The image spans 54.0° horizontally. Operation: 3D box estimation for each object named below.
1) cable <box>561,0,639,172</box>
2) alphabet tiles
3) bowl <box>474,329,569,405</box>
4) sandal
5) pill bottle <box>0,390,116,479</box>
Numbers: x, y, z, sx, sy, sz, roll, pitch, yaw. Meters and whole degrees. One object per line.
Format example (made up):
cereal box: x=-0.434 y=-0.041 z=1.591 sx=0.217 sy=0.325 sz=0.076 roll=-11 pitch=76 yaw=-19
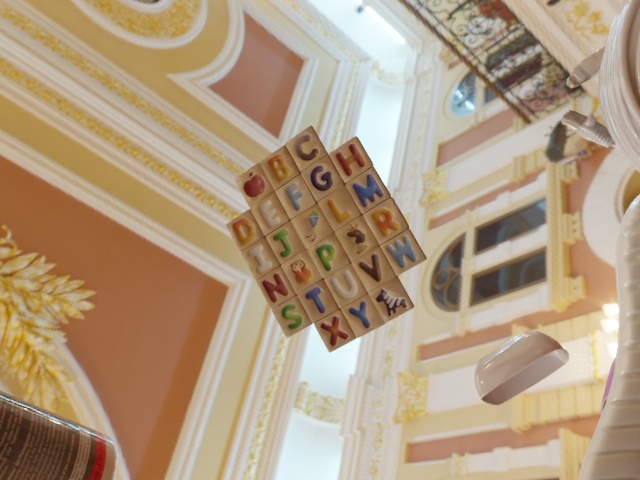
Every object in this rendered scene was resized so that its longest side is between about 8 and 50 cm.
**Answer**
cable: x=0.360 y=-0.140 z=0.491 sx=0.257 sy=0.257 sz=0.089 roll=41 pitch=-172 yaw=18
alphabet tiles: x=0.000 y=0.000 z=1.045 sx=0.342 sy=0.285 sz=0.011 roll=61 pitch=-158 yaw=6
bowl: x=0.295 y=0.186 z=0.941 sx=0.142 sy=0.142 sz=0.053 roll=34 pitch=-156 yaw=-57
sandal: x=0.332 y=0.152 z=0.575 sx=0.102 sy=0.169 sz=0.416 roll=31 pitch=-110 yaw=-74
pill bottle: x=-0.479 y=0.316 z=0.917 sx=0.318 sy=0.176 sz=0.176 roll=38 pitch=-132 yaw=-32
